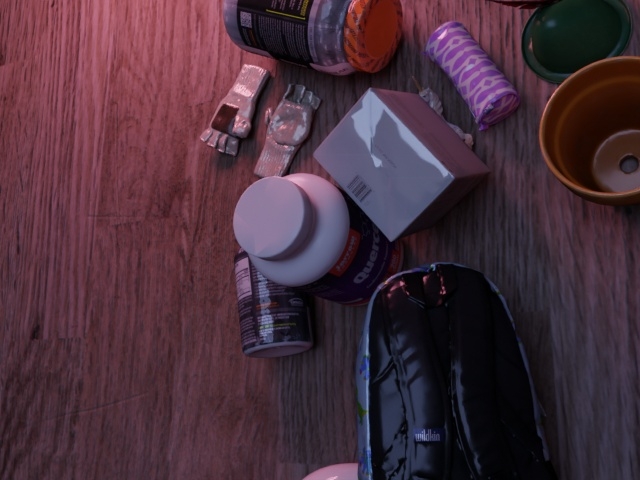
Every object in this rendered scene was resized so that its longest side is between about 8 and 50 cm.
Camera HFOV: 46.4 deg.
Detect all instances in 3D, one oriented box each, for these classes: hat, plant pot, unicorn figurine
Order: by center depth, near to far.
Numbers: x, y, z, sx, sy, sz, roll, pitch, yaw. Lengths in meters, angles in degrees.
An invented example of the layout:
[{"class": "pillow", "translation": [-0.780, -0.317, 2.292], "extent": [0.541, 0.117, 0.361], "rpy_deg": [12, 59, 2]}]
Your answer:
[{"class": "plant pot", "translation": [0.446, -0.136, 1.097], "extent": [0.205, 0.188, 0.205], "rpy_deg": [-8, 73, 28]}, {"class": "hat", "translation": [0.379, -0.361, 1.194], "extent": [0.209, 0.184, 0.172], "rpy_deg": [-30, 65, 19]}, {"class": "unicorn figurine", "translation": [0.203, -0.198, 1.328], "extent": [0.162, 0.060, 0.111], "rpy_deg": [35, 99, 11]}]

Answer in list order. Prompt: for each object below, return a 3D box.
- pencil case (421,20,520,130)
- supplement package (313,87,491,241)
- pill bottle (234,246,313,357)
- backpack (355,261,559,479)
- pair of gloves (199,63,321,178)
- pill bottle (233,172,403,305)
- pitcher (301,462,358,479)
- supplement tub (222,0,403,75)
[{"class": "pencil case", "translation": [0.262, -0.289, 1.304], "extent": [0.088, 0.086, 0.206], "rpy_deg": [-50, 55, 37]}, {"class": "supplement package", "translation": [0.137, -0.126, 1.218], "extent": [0.194, 0.203, 0.149], "rpy_deg": [50, 116, 13]}, {"class": "pill bottle", "translation": [-0.089, 0.083, 1.371], "extent": [0.131, 0.130, 0.245], "rpy_deg": [-16, 70, 25]}, {"class": "backpack", "translation": [0.177, 0.211, 1.118], "extent": [0.290, 0.273, 0.355], "rpy_deg": [-9, 84, 3]}, {"class": "pair of gloves", "translation": [-0.123, -0.245, 1.527], "extent": [0.240, 0.042, 0.204], "rpy_deg": [31, 93, 30]}, {"class": "pill bottle", "translation": [0.000, 0.000, 1.230], "extent": [0.182, 0.323, 0.181], "rpy_deg": [-7, 74, 28]}, {"class": "pitcher", "translation": [0.062, 0.440, 1.203], "extent": [0.207, 0.125, 0.177], "rpy_deg": [-27, 62, 9]}, {"class": "supplement tub", "translation": [-0.015, -0.427, 1.425], "extent": [0.316, 0.194, 0.193], "rpy_deg": [23, 89, 32]}]
